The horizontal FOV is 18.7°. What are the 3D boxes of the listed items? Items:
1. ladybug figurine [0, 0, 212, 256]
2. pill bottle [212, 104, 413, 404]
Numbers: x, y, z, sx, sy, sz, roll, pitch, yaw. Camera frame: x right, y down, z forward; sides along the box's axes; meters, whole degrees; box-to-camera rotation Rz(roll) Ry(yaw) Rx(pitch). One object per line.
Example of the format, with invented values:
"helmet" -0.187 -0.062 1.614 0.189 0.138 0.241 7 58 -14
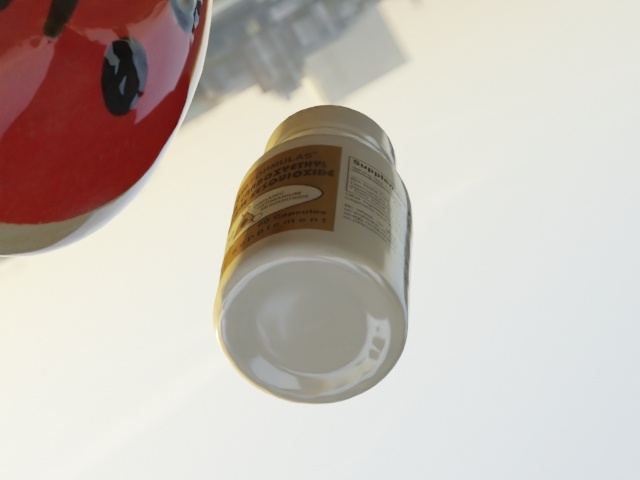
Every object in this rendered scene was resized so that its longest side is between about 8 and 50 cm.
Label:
"ladybug figurine" -0.186 -0.186 1.240 0.162 0.305 0.449 -36 -143 36
"pill bottle" 0.000 0.000 1.371 0.131 0.131 0.229 -27 -154 19
